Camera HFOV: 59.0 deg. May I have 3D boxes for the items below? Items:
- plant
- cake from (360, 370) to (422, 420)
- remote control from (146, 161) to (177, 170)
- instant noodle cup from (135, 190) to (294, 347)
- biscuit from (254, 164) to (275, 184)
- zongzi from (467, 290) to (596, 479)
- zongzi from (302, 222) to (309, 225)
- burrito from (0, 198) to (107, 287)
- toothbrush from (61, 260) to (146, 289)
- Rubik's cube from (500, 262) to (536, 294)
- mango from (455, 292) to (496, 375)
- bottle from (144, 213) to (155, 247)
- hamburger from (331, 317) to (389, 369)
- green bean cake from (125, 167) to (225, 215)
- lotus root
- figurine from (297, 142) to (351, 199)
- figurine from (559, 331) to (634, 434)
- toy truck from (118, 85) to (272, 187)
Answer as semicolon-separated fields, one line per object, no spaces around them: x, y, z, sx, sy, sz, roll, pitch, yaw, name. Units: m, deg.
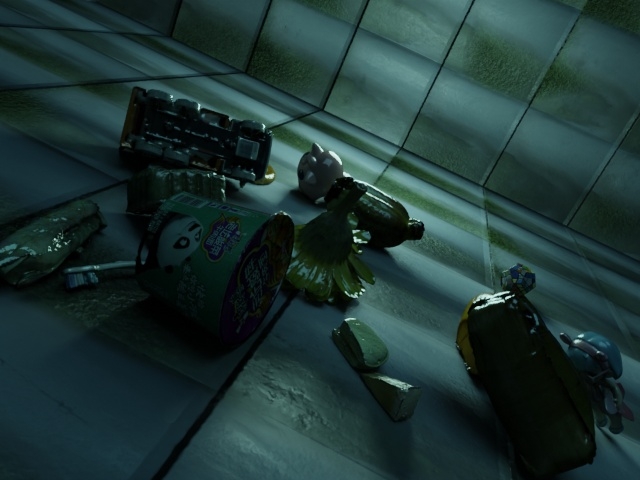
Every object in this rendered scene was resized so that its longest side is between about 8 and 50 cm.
-0.012;-0.005;1.289;0.262;0.296;0.305;0;44;12;plant
0.118;0.271;1.018;0.052;0.065;0.121;6;6;-39;cake
-0.340;-0.125;1.412;0.244;0.047;0.087;34;21;23;remote control
-0.185;0.035;0.982;0.190;0.251;0.251;22;21;15;instant noodle cup
-0.214;-0.240;1.814;0.145;0.033;0.224;5;30;-39;biscuit
0.429;0.248;1.119;0.361;0.160;0.322;-1;69;-59;zongzi
0.000;0.000;1.480;0.119;0.055;0.109;41;23;9;zongzi
-0.468;-0.005;0.986;0.096;0.066;0.309;19;22;-1;burrito
-0.300;0.048;1.074;0.040;0.040;0.386;38;25;29;toothbrush
0.617;0.124;1.769;0.093;0.111;0.111;-6;26;-2;Rubik's cube
0.386;0.213;1.277;0.126;0.153;0.252;27;35;-13;mango
-0.244;-0.016;1.212;0.096;0.079;0.254;13;8;44;bottle
0.086;0.207;1.102;0.084;0.054;0.121;13;27;-36;hamburger
-0.312;-0.103;1.219;0.173;0.093;0.181;0;-2;-36;green bean cake
0.155;-0.070;1.657;0.310;0.173;0.173;28;22;-4;lotus root
0.019;-0.183;1.820;0.186;0.175;0.288;-10;-19;34;figurine
0.578;0.293;1.203;0.260;0.103;0.205;61;-7;-24;figurine
-0.342;-0.270;1.545;0.388;0.173;0.207;14;-5;-26;toy truck
